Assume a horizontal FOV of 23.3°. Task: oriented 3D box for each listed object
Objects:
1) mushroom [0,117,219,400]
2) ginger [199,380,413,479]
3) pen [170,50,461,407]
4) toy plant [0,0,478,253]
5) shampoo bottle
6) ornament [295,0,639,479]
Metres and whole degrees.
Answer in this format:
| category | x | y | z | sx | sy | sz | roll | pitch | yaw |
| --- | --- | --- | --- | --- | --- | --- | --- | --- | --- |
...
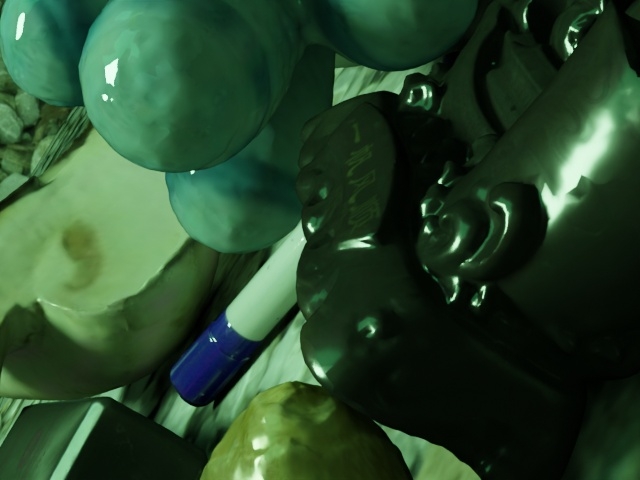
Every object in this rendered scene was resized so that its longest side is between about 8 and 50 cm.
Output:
| category | x | y | z | sx | sy | sz | roll | pitch | yaw |
| --- | --- | --- | --- | --- | --- | --- | --- | --- | --- |
| mushroom | -0.143 | 0.050 | 1.060 | 0.162 | 0.173 | 0.236 | 15 | 47 | 29 |
| ginger | -0.012 | 0.163 | 0.434 | 0.294 | 0.086 | 0.131 | -77 | -9 | -49 |
| pen | 0.000 | 0.000 | 0.860 | 0.269 | 0.033 | 0.033 | -49 | 17 | 29 |
| toy plant | -0.030 | -0.133 | 0.773 | 0.247 | 0.247 | 0.332 | -46 | 11 | 37 |
| shampoo bottle | -0.147 | 0.145 | 0.936 | 0.080 | 0.079 | 0.246 | -61 | 15 | -17 |
| ornament | 0.112 | -0.062 | 0.529 | 0.260 | 0.106 | 0.251 | -47 | 19 | 17 |
